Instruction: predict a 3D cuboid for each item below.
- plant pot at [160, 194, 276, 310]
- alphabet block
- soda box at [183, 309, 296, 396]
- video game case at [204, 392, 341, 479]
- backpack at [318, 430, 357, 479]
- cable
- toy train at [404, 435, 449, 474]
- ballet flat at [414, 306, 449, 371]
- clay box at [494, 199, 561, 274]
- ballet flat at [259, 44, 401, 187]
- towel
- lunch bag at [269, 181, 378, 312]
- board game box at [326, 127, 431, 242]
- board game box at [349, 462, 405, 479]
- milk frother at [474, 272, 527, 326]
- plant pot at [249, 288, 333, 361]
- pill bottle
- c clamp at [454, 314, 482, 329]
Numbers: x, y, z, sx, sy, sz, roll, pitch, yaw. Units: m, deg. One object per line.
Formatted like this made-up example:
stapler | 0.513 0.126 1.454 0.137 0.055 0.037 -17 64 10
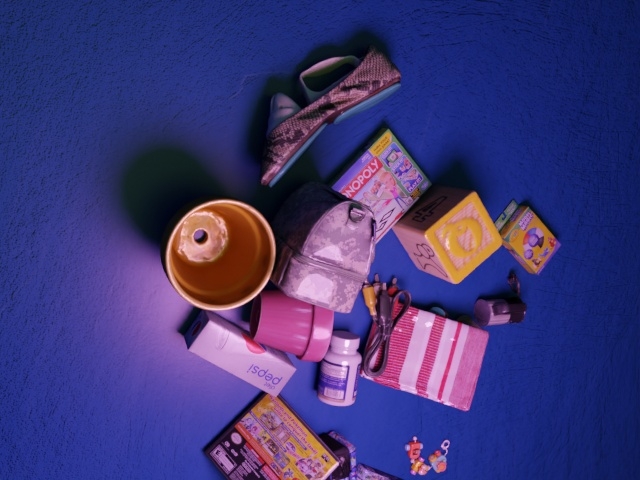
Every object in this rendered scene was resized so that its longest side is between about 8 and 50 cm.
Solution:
plant pot | -0.259 0.011 1.524 0.254 0.239 0.254 -5 103 -23
alphabet block | 0.346 -0.022 1.798 0.193 0.197 0.192 -41 114 -11
soda box | -0.207 0.291 1.680 0.286 0.091 0.098 35 93 -25
video game case | -0.126 0.576 1.721 0.248 0.035 0.275 -44 74 -9
backpack | 0.027 0.648 1.820 0.116 0.158 0.173 -8 98 -29
cable | 0.179 0.239 1.821 0.139 0.072 0.287 6 86 -18
toy train | 0.339 0.677 2.022 0.166 0.046 0.125 6 99 -24
ballet flat | 0.292 0.324 1.903 0.280 0.095 0.096 -49 147 -10
clay box | 0.635 -0.010 2.004 0.222 0.053 0.127 42 83 -25
ballet flat | -0.010 -0.334 1.625 0.483 0.164 0.182 -40 91 -17
towel | 0.295 0.320 1.834 0.329 0.037 0.237 18 76 0
lunch bag | 0.000 0.000 1.551 0.212 0.305 0.256 17 99 -23
board game box | 0.132 -0.120 1.771 0.317 0.046 0.213 -47 115 -8
board game box | 0.156 0.799 1.962 0.194 0.060 0.194 29 88 -25
milk frother | 0.553 0.182 1.996 0.134 0.129 0.143 -2 58 -23
plant pot | -0.081 0.204 1.669 0.180 0.201 0.201 10 97 -15
pill bottle | 0.055 0.352 1.798 0.112 0.112 0.187 5 98 -24
c clamp | 0.449 0.313 2.007 0.137 0.022 0.161 -46 115 -8
